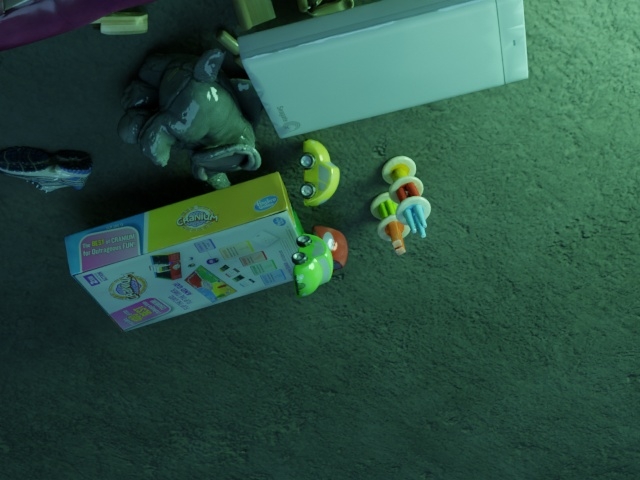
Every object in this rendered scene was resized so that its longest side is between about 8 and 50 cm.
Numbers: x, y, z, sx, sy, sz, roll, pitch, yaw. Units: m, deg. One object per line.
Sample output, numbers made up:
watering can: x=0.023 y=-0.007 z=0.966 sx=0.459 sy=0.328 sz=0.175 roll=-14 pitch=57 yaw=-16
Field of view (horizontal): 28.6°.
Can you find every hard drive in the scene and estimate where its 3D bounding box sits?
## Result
hard drive: x=0.090 y=-0.236 z=1.634 sx=0.353 sy=0.047 sz=0.233 roll=-13 pitch=158 yaw=6

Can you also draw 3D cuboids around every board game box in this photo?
board game box: x=-0.182 y=0.023 z=1.832 sx=0.316 sy=0.064 sz=0.242 roll=-17 pitch=155 yaw=2

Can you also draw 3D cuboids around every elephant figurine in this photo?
elephant figurine: x=-0.142 y=-0.153 z=1.706 sx=0.239 sy=0.186 sz=0.169 roll=28 pitch=89 yaw=-41

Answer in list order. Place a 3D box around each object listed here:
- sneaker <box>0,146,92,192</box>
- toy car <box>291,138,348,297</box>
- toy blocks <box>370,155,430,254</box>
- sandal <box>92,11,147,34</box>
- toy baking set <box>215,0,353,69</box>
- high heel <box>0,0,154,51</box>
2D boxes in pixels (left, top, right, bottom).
sneaker: x=-0.390 y=-0.091 z=1.756 sx=0.135 sy=0.052 sz=0.058 roll=5 pitch=133 yaw=-16
toy car: x=0.000 y=0.000 z=1.790 sx=0.053 sy=0.225 sz=0.239 roll=-1 pitch=126 yaw=10
toy blocks: x=0.121 y=-0.033 z=1.852 sx=0.054 sy=0.148 sz=0.123 roll=4 pitch=129 yaw=-15
sandal: x=-0.334 y=-0.299 z=1.572 sx=0.240 sy=0.088 sz=0.079 roll=-6 pitch=108 yaw=-25
toy baking set: x=-0.010 y=-0.271 z=1.696 sx=0.196 sy=0.030 sz=0.256 roll=-35 pitch=129 yaw=17
high heel: x=-0.263 y=-0.298 z=1.453 sx=0.377 sy=0.127 sz=0.181 roll=-7 pitch=161 yaw=-13
